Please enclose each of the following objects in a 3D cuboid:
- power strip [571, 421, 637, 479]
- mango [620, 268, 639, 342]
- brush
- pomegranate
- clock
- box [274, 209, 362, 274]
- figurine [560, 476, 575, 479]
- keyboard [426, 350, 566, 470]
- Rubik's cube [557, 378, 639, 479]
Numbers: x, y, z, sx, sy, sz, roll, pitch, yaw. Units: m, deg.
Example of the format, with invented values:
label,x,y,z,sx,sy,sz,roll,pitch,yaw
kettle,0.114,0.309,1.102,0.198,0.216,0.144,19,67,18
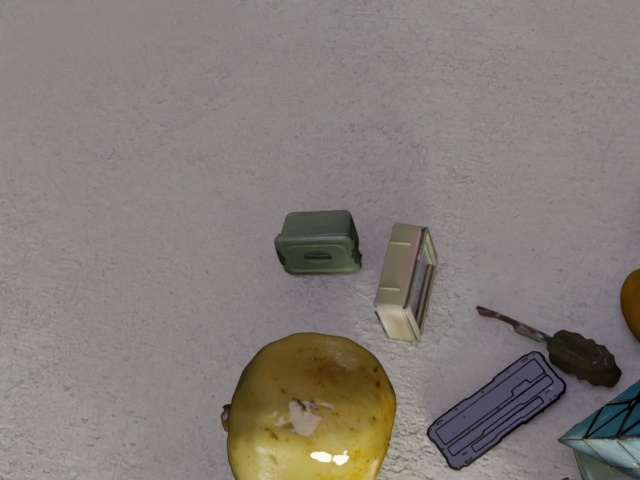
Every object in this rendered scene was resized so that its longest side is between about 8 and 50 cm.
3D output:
label,x,y,z,sx,sy,sz,roll,pitch,yaw
power strip,0.581,0.379,1.816,0.265,0.059,0.193,-16,58,6
mango,0.608,0.125,1.942,0.102,0.085,0.184,-18,52,5
brush,0.420,0.182,1.972,0.301,0.084,0.071,25,69,35
pomegranate,-0.025,0.324,1.876,0.333,0.332,0.332,-7,59,12
clock,0.168,0.081,2.054,0.071,0.147,0.192,6,62,19
box,0.000,0.000,2.171,0.172,0.124,0.092,-1,50,14
figurine,0.448,0.521,1.711,0.208,0.181,0.257,-21,60,-32
keyboard,0.324,0.313,1.938,0.262,0.016,0.106,-36,67,-1
Rubik's cube,0.555,0.310,1.710,0.229,0.233,0.228,-1,34,-14
